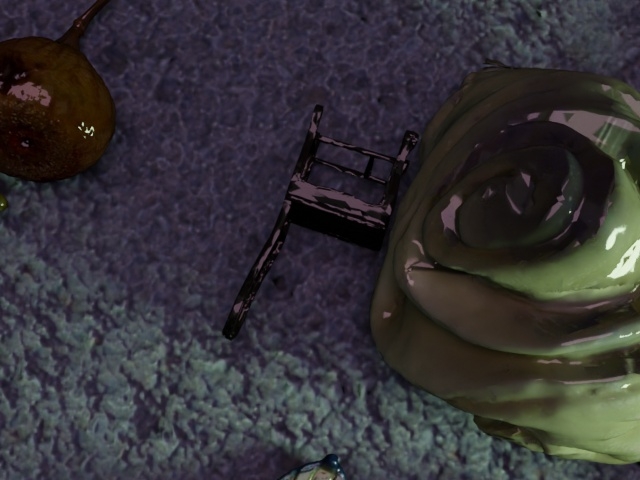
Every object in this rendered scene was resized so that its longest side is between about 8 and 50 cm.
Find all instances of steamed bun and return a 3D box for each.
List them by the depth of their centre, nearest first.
[{"bbox_3d":[0.199,0.000,1.049,0.346,0.237,0.394,-23,71,-1],"label":"steamed bun"}]

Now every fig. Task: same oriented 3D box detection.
[{"bbox_3d":[-0.261,-0.160,1.143,0.146,0.133,0.201,26,53,-27],"label":"fig"}]

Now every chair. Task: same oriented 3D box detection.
[{"bbox_3d":[0.000,0.000,1.125,0.113,0.106,0.229,19,79,3],"label":"chair"}]

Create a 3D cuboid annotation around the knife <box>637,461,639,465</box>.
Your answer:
[{"bbox_3d":[0.317,0.138,1.170,0.023,0.010,0.170,8,76,-9],"label":"knife"}]

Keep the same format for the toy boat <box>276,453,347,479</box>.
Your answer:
[{"bbox_3d":[-0.040,0.308,1.055,0.114,0.115,0.262,26,78,1],"label":"toy boat"}]

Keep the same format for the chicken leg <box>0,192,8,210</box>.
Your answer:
[{"bbox_3d":[-0.342,0.002,1.123,0.093,0.070,0.178,4,86,-10],"label":"chicken leg"}]
